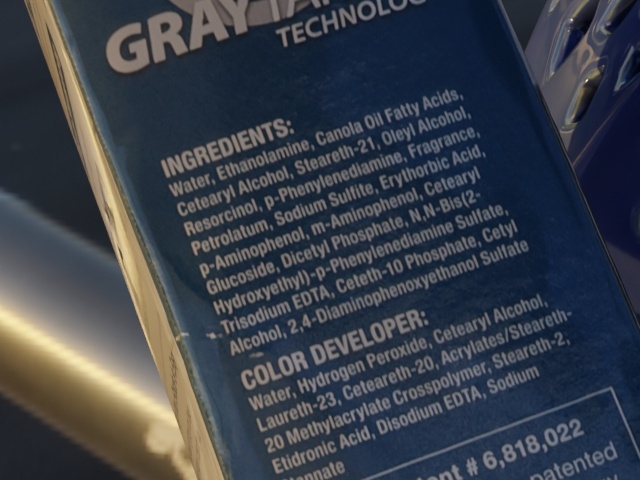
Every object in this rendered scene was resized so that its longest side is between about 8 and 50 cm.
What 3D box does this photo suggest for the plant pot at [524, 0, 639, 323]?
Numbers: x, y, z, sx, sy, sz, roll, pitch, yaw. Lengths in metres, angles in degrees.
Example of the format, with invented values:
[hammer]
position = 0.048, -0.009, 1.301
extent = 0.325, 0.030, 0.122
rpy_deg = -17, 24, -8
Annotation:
[plant pot]
position = 0.174, -0.008, 0.683
extent = 0.236, 0.212, 0.236
rpy_deg = 38, 19, -11

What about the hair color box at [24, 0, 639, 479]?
[hair color box]
position = 0.000, 0.000, 0.482
extent = 0.105, 0.174, 0.347
rpy_deg = -20, 78, -8
